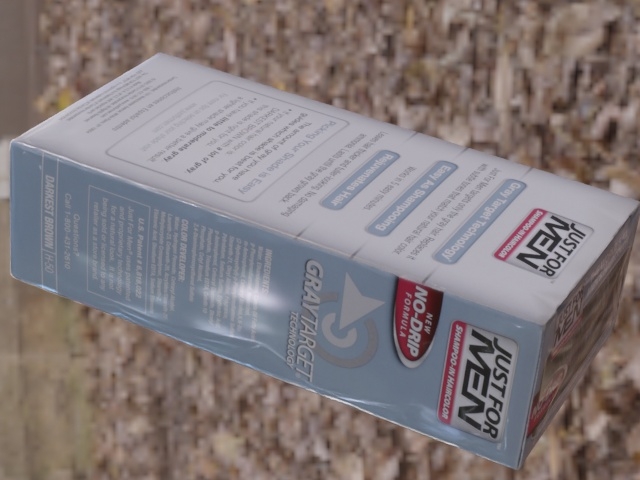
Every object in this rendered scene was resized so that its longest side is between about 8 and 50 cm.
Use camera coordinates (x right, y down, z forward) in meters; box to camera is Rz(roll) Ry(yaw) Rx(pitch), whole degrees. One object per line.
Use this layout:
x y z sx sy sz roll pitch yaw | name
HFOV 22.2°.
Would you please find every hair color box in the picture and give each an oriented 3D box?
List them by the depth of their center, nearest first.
0.000 0.000 1.085 0.185 0.374 0.113 -42 -36 -52 | hair color box
